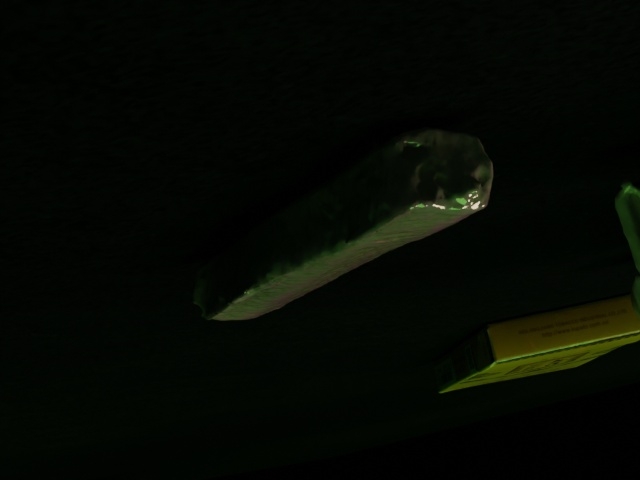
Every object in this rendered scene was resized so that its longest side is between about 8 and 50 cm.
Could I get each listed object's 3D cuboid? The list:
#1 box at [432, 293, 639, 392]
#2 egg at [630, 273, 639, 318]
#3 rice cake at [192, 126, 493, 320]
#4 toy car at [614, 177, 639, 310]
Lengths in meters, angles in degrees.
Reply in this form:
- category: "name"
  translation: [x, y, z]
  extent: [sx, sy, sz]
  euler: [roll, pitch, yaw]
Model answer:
- category: "box"
  translation: [0.205, 0.102, 1.385]
  extent: [0.153, 0.041, 0.279]
  euler: [-10, 170, -8]
- category: "egg"
  translation: [0.259, 0.038, 1.010]
  extent: [0.083, 0.071, 0.071]
  euler: [-13, 170, 13]
- category: "rice cake"
  translation: [0.000, 0.000, 0.593]
  extent: [0.047, 0.036, 0.206]
  euler: [4, 163, -27]
- category: "toy car"
  translation: [0.260, -0.001, 0.602]
  extent: [0.235, 0.172, 0.158]
  euler: [-26, 180, 42]
